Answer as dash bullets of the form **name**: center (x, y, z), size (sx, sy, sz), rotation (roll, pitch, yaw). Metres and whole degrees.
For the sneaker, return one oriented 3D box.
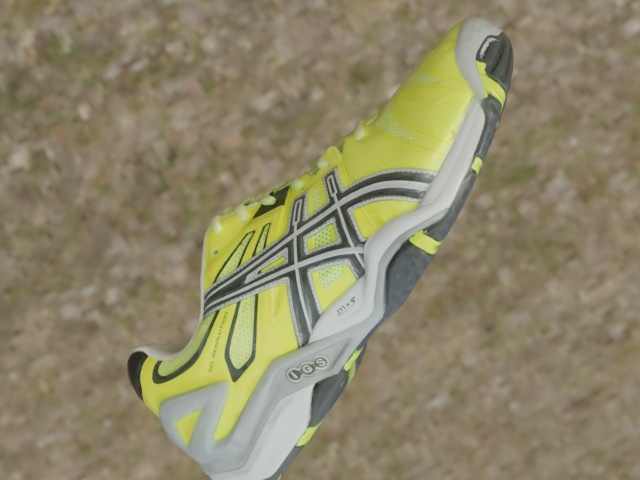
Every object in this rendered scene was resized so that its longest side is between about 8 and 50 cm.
- **sneaker**: center (0.000, 0.000, 1.374), size (0.384, 0.147, 0.145), rotation (-57, 177, 9)
